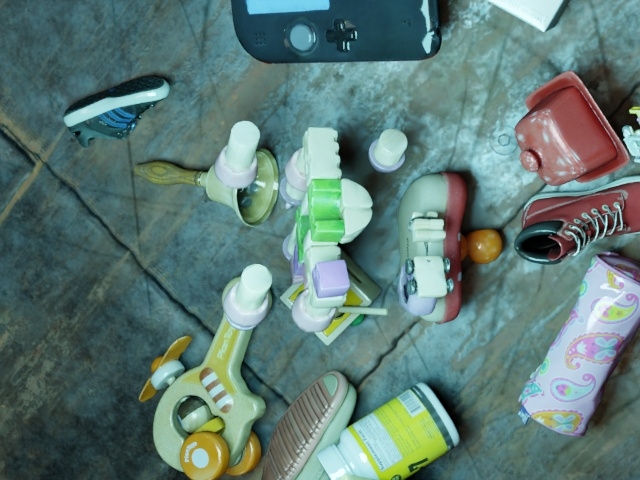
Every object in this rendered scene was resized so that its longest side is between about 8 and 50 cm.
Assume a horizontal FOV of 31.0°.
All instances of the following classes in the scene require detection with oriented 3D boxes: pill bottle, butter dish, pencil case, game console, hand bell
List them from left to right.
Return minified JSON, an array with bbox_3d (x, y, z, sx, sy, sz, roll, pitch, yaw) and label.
[{"bbox_3d":[-0.202,-0.101,1.891,0.242,0.126,0.126,9,106,29],"label":"hand bell"},{"bbox_3d":[0.007,-0.455,1.696,0.342,0.060,0.386,5,110,32],"label":"game console"},{"bbox_3d":[0.105,0.326,1.827,0.208,0.119,0.119,-31,92,-6],"label":"pill bottle"},{"bbox_3d":[0.336,-0.138,1.653,0.118,0.160,0.160,-34,92,-20],"label":"butter dish"},{"bbox_3d":[0.402,0.157,1.735,0.124,0.124,0.284,28,111,10],"label":"pencil case"}]

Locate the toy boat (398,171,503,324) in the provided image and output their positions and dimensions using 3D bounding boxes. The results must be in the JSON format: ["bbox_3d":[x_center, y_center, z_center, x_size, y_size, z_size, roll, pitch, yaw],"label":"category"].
[{"bbox_3d":[0.206,0.008,1.768,0.151,0.151,0.231,-6,104,-12],"label":"toy boat"}]

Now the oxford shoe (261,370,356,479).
[{"bbox_3d":[-0.020,0.401,1.944,0.147,0.140,0.397,21,107,-19],"label":"oxford shoe"}]

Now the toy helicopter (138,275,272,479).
[{"bbox_3d":[-0.186,0.219,1.948,0.235,0.140,0.355,24,97,25],"label":"toy helicopter"}]

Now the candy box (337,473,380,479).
[{"bbox_3d":[0.096,0.471,1.813,0.183,0.316,0.087,-45,48,22],"label":"candy box"}]

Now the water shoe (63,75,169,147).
[{"bbox_3d":[-0.327,-0.213,1.916,0.203,0.073,0.080,-12,120,24],"label":"water shoe"}]

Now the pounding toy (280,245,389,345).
[{"bbox_3d":[0.030,0.094,1.847,0.141,0.100,0.130,45,112,4],"label":"pounding toy"}]

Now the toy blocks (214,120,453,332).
[{"bbox_3d":[0.000,0.000,1.721,0.309,0.260,0.288,-1,68,-12],"label":"toy blocks"}]

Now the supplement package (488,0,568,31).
[{"bbox_3d":[0.325,-0.400,1.633,0.105,0.105,0.179,31,110,8],"label":"supplement package"}]

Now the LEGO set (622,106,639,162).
[{"bbox_3d":[0.555,-0.175,1.618,0.287,0.132,0.107,-26,113,-7],"label":"LEGO set"}]

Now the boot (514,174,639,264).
[{"bbox_3d":[0.406,-0.021,1.656,0.244,0.176,0.088,-9,108,20],"label":"boot"}]
